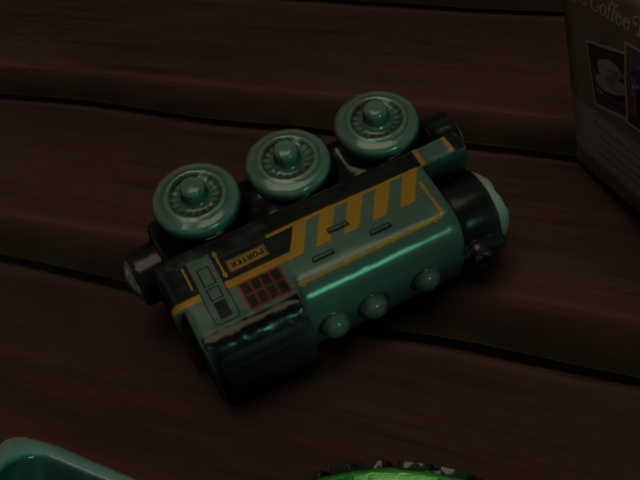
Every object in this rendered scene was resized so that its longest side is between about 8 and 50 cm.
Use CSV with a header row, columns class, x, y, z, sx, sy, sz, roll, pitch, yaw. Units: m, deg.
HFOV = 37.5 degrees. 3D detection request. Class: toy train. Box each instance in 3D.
class,x,y,z,sx,sy,sz,roll,pitch,yaw
toy train,0.000,0.000,0.829,0.334,0.142,0.190,-24,57,-12

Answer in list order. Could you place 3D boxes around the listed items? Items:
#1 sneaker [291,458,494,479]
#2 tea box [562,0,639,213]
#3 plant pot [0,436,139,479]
class,x,y,z,sx,sy,sz,roll,pitch,yaw
sneaker,-0.010,0.245,0.602,0.343,0.134,0.146,-19,51,8
tea box,0.415,-0.137,0.754,0.323,0.220,0.329,-19,34,-6
plant pot,-0.113,0.290,0.432,0.247,0.252,0.247,20,22,6
